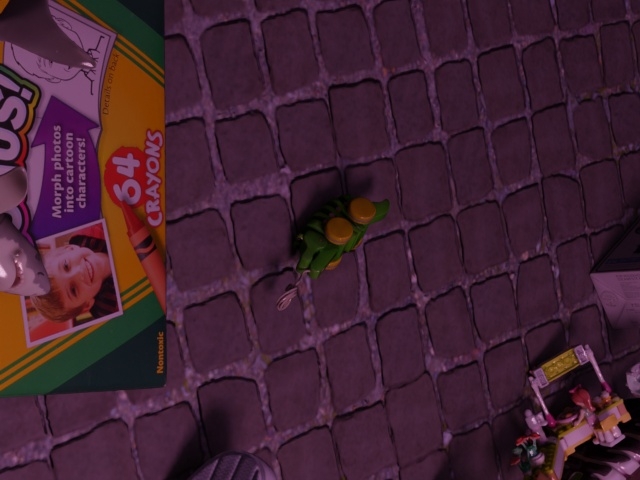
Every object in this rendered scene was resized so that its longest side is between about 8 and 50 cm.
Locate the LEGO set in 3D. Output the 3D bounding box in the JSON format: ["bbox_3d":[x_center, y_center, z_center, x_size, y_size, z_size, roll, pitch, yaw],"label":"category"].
[{"bbox_3d":[0.281,0.207,1.698,0.287,0.132,0.107,-32,102,-34],"label":"LEGO set"}]

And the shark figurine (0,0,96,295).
[{"bbox_3d":[-0.255,-0.088,1.029,0.166,0.278,0.116,8,40,-13],"label":"shark figurine"}]

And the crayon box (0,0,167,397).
[{"bbox_3d":[-0.275,-0.056,1.166,0.313,0.106,0.363,1,87,-45],"label":"crayon box"}]

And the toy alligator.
[{"bbox_3d":[0.000,0.000,1.477,0.051,0.056,0.189,39,53,13],"label":"toy alligator"}]

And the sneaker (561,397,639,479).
[{"bbox_3d":[0.345,0.327,1.777,0.281,0.106,0.162,-40,121,-28],"label":"sneaker"}]

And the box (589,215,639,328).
[{"bbox_3d":[0.494,-0.004,1.882,0.290,0.169,0.087,-41,114,-36],"label":"box"}]

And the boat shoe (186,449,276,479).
[{"bbox_3d":[-0.118,0.338,1.322,0.302,0.109,0.094,-64,145,-15],"label":"boat shoe"}]
